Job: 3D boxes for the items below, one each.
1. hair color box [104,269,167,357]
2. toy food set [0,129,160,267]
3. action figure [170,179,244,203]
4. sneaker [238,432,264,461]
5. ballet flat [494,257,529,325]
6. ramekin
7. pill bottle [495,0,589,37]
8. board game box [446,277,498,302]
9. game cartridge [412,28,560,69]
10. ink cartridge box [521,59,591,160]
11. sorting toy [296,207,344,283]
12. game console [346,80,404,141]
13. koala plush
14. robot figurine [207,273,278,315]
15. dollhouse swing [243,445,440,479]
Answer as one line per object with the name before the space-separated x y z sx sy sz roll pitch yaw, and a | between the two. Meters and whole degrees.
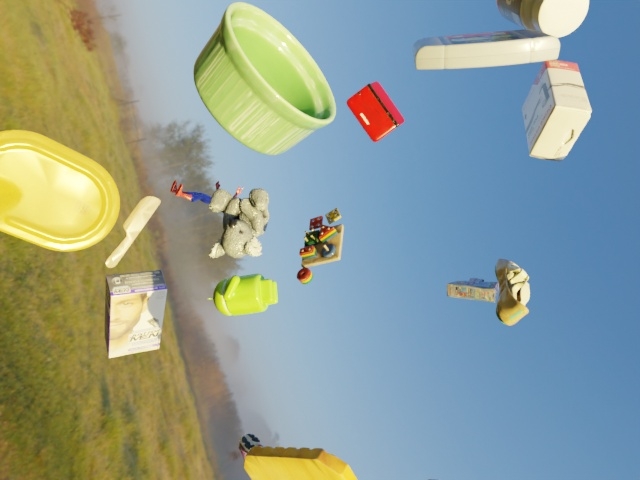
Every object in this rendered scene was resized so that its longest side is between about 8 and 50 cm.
hair color box | -0.667 0.266 1.703 0.110 0.185 0.339 56 -41 39
toy food set | -0.345 -0.054 0.630 0.071 0.217 0.128 11 -106 58
action figure | -0.413 -0.188 1.820 0.091 0.280 0.139 31 -85 48
sneaker | -0.179 0.645 1.388 0.170 0.068 0.071 43 -54 31
ballet flat | 0.460 0.108 1.119 0.080 0.232 0.073 39 -52 -10
ramekin | -0.122 -0.332 1.016 0.148 0.303 0.304 -35 -109 30
pill bottle | 0.634 -0.693 1.372 0.283 0.161 0.162 -97 -177 -54
board game box | 0.632 0.197 1.972 0.193 0.194 0.060 1 -80 24
game cartridge | 0.356 -0.425 1.054 0.196 0.293 0.060 -77 163 -57
ink cartridge box | 0.599 -0.336 1.221 0.159 0.092 0.218 96 4 -50
sorting toy | 0.000 0.000 1.462 0.046 0.132 0.275 51 36 -41
game console | 0.159 -0.368 1.356 0.144 0.124 0.085 53 4 -5
koala plush | -0.263 -0.030 1.560 0.204 0.196 0.222 82 9 -47
robot figurine | -0.134 0.095 0.824 0.101 0.115 0.067 41 41 -73
dollhouse swing | 0.060 0.533 1.057 0.346 0.315 0.305 -21 -91 41
